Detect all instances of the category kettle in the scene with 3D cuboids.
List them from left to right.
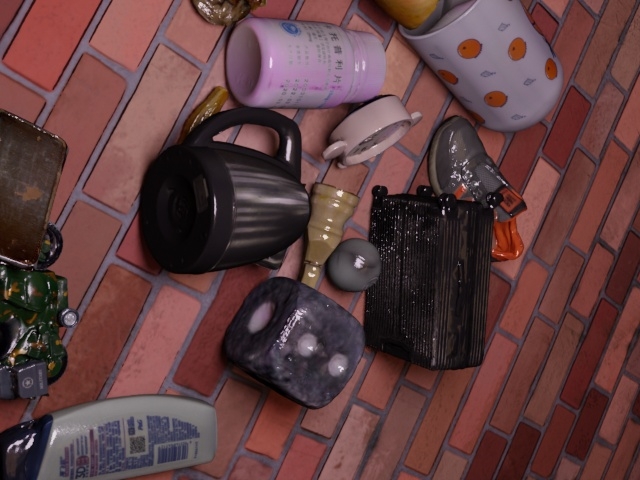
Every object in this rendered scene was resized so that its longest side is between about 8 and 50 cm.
[{"bbox_3d":[-0.135,-0.069,1.434,0.271,0.207,0.251,0,65,-43],"label":"kettle"}]

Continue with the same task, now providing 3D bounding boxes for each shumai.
[{"bbox_3d":[-0.145,-0.435,1.417,0.123,0.105,0.139,22,59,-32],"label":"shumai"}]

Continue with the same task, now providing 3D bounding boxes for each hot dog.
[{"bbox_3d":[-0.200,-0.204,1.448,0.137,0.028,0.044,-59,150,-9],"label":"hot dog"}]

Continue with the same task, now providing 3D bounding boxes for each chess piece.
[{"bbox_3d":[0.000,0.000,1.586,0.090,0.090,0.200,20,88,-35],"label":"chess piece"}]

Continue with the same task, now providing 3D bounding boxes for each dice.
[{"bbox_3d":[-0.046,0.180,1.524,0.183,0.182,0.181,39,77,-32],"label":"dice"}]

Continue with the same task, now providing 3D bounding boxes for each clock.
[{"bbox_3d":[0.090,-0.202,1.576,0.229,0.155,0.063,-23,78,-27],"label":"clock"}]

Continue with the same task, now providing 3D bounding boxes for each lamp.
[{"bbox_3d":[0.065,0.047,1.627,0.105,0.105,0.105,-6,101,-34],"label":"lamp"}]

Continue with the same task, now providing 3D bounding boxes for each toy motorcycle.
[{"bbox_3d":[-0.458,0.110,1.267,0.187,0.124,0.275,-11,104,-43],"label":"toy motorcycle"}]

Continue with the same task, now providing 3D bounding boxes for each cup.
[{"bbox_3d":[0.325,-0.365,1.678,0.317,0.212,0.212,43,73,-34],"label":"cup"}]

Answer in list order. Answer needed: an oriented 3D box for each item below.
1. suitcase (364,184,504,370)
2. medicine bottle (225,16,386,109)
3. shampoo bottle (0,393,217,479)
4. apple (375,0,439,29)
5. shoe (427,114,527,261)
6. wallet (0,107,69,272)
[{"bbox_3d":[0.210,0.067,1.654,0.152,0.229,0.335,-2,98,-34],"label":"suitcase"},{"bbox_3d":[-0.022,-0.302,1.481,0.254,0.152,0.152,-7,101,-33],"label":"medicine bottle"},{"bbox_3d":[-0.344,0.324,1.406,0.359,0.078,0.134,-1,95,-34],"label":"shampoo bottle"},{"bbox_3d":[0.166,-0.537,1.496,0.309,0.252,0.314,-60,145,-22],"label":"apple"},{"bbox_3d":[0.336,-0.091,1.751,0.132,0.171,0.336,-32,115,-26],"label":"shoe"},{"bbox_3d":[-0.441,-0.073,1.238,0.122,0.031,0.232,26,53,-31],"label":"wallet"}]
